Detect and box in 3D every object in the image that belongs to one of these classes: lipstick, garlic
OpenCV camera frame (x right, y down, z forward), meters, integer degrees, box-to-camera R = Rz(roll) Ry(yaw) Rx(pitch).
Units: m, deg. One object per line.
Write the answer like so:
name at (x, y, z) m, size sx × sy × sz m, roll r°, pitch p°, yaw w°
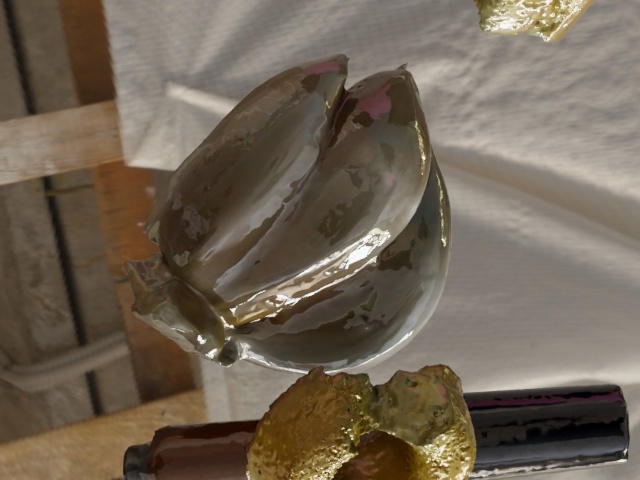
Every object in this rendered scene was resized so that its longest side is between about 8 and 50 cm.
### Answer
lipstick at (0.042, 0.171, 1.032) m, size 0.418 × 0.077 × 0.077 m, roll -7°, pitch -85°, yaw 9°
garlic at (-0.001, -0.001, 1.106) m, size 0.325 × 0.132 × 0.279 m, roll -38°, pitch -55°, yaw -2°

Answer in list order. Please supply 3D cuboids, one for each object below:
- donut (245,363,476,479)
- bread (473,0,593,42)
donut at (0.022, 0.101, 0.569) m, size 0.108 × 0.043 × 0.097 m, roll -3°, pitch -52°, yaw -21°
bread at (0.193, -0.292, 1.110) m, size 0.140 × 0.169 × 0.160 m, roll -3°, pitch -122°, yaw -32°
